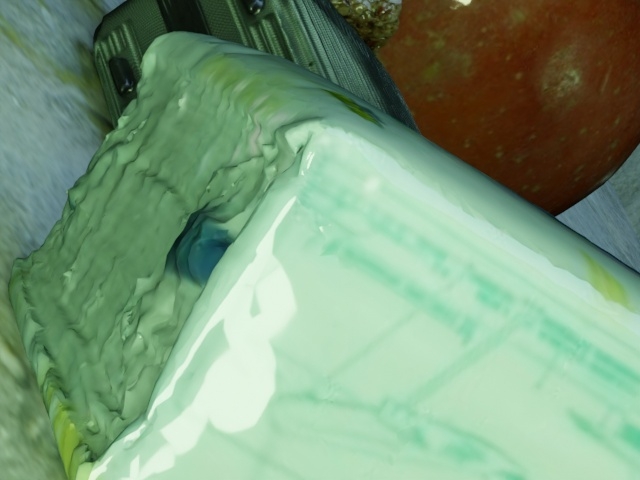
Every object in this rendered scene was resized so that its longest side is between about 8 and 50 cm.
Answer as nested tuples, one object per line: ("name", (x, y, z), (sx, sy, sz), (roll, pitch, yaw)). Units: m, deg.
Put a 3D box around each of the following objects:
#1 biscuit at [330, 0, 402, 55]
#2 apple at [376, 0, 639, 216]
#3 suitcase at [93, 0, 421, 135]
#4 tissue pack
("biscuit", (-0.048, -0.147, 1.092), (0.199, 0.064, 0.034), (15, 57, -25))
("apple", (0.087, -0.167, 1.350), (0.348, 0.277, 0.348), (56, 6, -10))
("suitcase", (0.000, 0.000, 1.005), (0.202, 0.128, 0.312), (44, 20, -51))
("tissue pack", (0.088, 0.088, 0.706), (0.388, 0.162, 0.287), (32, 3, -18))
